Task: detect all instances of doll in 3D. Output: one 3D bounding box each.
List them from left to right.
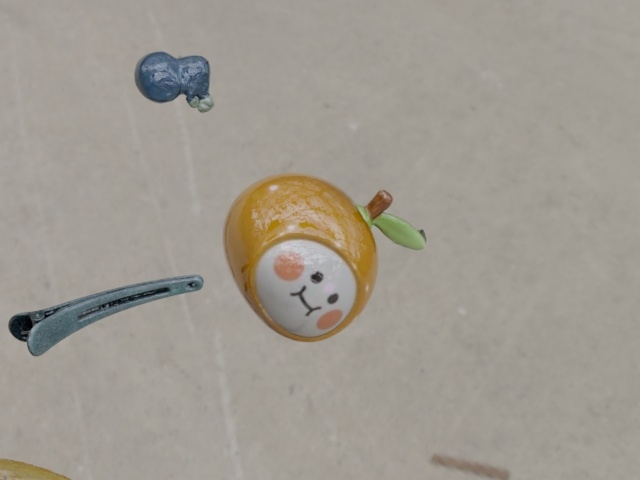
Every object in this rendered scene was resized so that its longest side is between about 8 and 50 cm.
[{"bbox_3d":[-0.157,-0.175,1.336,0.083,0.050,0.076,-4,47,-18],"label":"doll"},{"bbox_3d":[0.000,0.000,1.565,0.236,0.213,0.213,-32,52,1],"label":"doll"}]

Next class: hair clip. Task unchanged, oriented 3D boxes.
[{"bbox_3d":[-0.244,0.074,1.463,0.229,0.039,0.070,-21,26,-27],"label":"hair clip"}]

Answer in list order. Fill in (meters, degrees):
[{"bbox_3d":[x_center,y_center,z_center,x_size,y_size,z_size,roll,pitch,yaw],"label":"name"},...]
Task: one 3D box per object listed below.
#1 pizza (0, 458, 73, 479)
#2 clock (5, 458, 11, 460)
[{"bbox_3d":[-0.347,0.266,1.066,0.268,0.087,0.258,31,69,12],"label":"pizza"},{"bbox_3d":[-0.527,0.382,1.690,0.275,0.080,0.290,2,15,45],"label":"clock"}]
